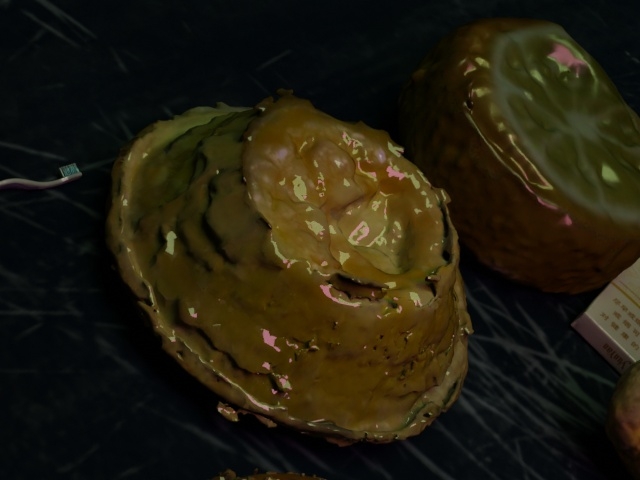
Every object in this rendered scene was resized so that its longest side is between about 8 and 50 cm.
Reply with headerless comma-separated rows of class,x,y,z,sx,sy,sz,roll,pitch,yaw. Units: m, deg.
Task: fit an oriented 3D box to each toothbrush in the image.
toothbrush,-0.215,-0.036,1.055,0.131,0.011,0.013,-17,77,-46

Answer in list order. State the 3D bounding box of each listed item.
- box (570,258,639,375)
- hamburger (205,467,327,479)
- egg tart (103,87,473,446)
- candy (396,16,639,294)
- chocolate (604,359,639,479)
box,0.286,0.063,1.344,0.090,0.024,0.167,45,39,6
hamburger,-0.021,0.215,0.890,0.182,0.118,0.191,6,45,-38
egg tart,0.000,0.000,1.106,0.315,0.120,0.315,22,43,-22
candy,0.185,-0.075,1.325,0.260,0.118,0.260,22,44,-23
chocolate,0.351,0.184,1.204,0.309,0.134,0.134,30,40,-14
